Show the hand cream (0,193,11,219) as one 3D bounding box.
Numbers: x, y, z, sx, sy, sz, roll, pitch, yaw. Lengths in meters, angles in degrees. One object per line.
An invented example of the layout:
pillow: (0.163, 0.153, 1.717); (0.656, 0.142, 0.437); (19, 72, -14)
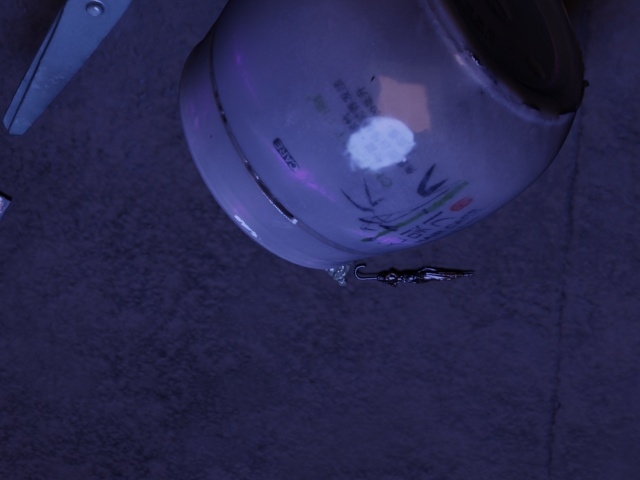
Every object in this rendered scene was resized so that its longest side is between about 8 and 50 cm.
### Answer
hand cream: (-0.350, -0.018, 1.412); (0.030, 0.019, 0.093); (28, 121, -9)

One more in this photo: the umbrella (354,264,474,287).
umbrella: (0.094, 0.037, 1.369); (0.122, 0.013, 0.022); (3, 107, 10)

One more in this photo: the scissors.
scissors: (-0.161, -0.215, 1.083); (0.192, 0.029, 0.447); (25, 136, -22)

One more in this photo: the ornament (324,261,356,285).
ornament: (-0.002, -0.003, 1.340); (0.092, 0.041, 0.068); (27, 123, 1)

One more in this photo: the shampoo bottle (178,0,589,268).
shampoo bottle: (0.047, -0.126, 1.084); (0.273, 0.273, 0.266); (41, 128, -20)
